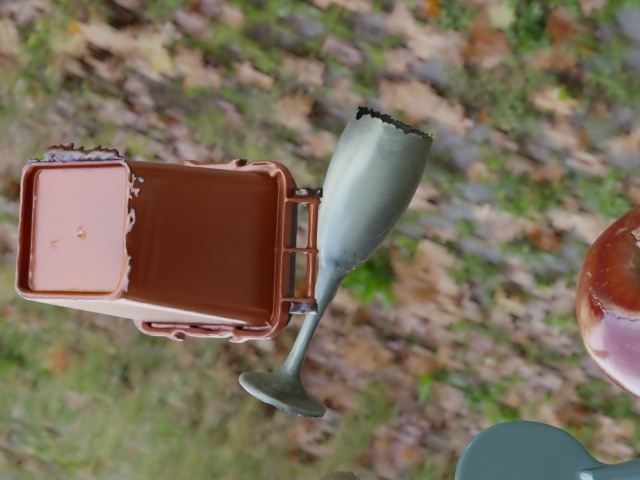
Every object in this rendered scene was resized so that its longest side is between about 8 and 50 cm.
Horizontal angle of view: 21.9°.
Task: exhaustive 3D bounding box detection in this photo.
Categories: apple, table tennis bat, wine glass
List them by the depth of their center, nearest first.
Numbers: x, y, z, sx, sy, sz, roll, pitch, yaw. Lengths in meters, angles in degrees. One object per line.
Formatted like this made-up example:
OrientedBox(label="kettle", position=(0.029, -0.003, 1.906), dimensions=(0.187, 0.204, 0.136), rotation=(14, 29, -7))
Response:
OrientedBox(label="apple", position=(0.293, 0.051, 1.297), dimensions=(0.181, 0.181, 0.168), rotation=(6, 145, 38))
OrientedBox(label="table tennis bat", position=(0.248, 0.243, 1.639), dimensions=(0.237, 0.149, 0.038), rotation=(-7, 151, -14))
OrientedBox(label="wine glass", position=(0.000, 0.000, 1.754), dimensions=(0.096, 0.309, 0.264), rotation=(20, -171, -16))

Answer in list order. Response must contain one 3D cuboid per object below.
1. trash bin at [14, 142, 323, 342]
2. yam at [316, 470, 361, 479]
OrientedBox(label="trash bin", position=(-0.124, 0.001, 1.371), dimensions=(0.184, 0.161, 0.238), rotation=(0, 175, 29))
OrientedBox(label="yam", position=(-0.030, 0.317, 1.596), dimensions=(0.083, 0.083, 0.371), rotation=(18, -162, 14))
